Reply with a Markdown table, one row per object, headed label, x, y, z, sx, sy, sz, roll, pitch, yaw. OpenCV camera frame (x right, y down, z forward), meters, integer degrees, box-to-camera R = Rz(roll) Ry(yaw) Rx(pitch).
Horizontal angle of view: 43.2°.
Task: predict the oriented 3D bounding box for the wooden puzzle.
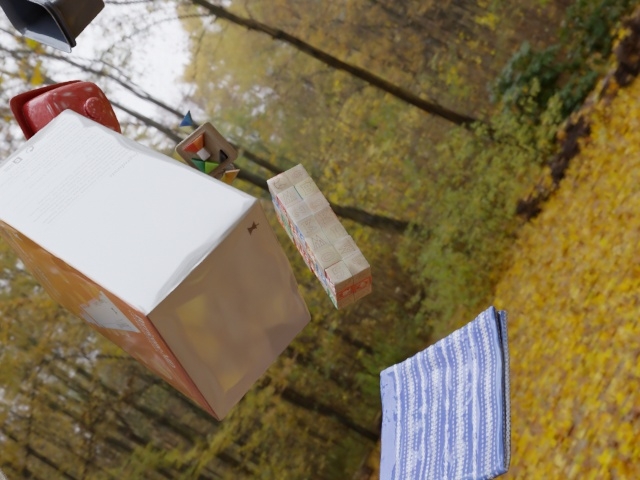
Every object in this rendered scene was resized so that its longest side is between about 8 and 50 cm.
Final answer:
| label | x | y | z | sx | sy | sz | roll | pitch | yaw |
| --- | --- | --- | --- | --- | --- | --- | --- | --- | --- |
| wooden puzzle | -0.162 | -0.124 | 1.149 | 0.078 | 0.116 | 0.014 | -41 | 13 | 32 |

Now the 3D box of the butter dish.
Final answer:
| label | x | y | z | sx | sy | sz | roll | pitch | yaw |
| --- | --- | --- | --- | --- | --- | --- | --- | --- | --- |
| butter dish | -0.387 | -0.194 | 1.303 | 0.118 | 0.160 | 0.160 | -24 | 6 | 43 |

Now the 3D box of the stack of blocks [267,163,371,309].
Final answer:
| label | x | y | z | sx | sy | sz | roll | pitch | yaw |
| --- | --- | --- | --- | --- | --- | --- | --- | --- | --- |
| stack of blocks | 0.000 | 0.000 | 1.762 | 0.087 | 0.297 | 0.171 | -28 | -27 | -9 |

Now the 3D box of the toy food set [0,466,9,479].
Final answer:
| label | x | y | z | sx | sy | sz | roll | pitch | yaw |
| --- | --- | --- | --- | --- | --- | --- | --- | --- | --- |
| toy food set | -0.259 | 0.266 | 0.475 | 0.220 | 0.306 | 0.092 | -39 | -36 | -15 |

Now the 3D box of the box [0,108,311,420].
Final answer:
| label | x | y | z | sx | sy | sz | roll | pitch | yaw |
| --- | --- | --- | --- | --- | --- | --- | --- | --- | --- |
| box | -0.211 | 0.019 | 0.946 | 0.168 | 0.345 | 0.215 | -48 | -38 | -23 |

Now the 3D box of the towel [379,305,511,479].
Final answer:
| label | x | y | z | sx | sy | sz | roll | pitch | yaw |
| --- | --- | --- | --- | --- | --- | --- | --- | --- | --- |
| towel | 0.176 | 0.263 | 1.224 | 0.336 | 0.040 | 0.243 | 134 | 147 | -54 |

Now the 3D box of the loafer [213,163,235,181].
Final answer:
| label | x | y | z | sx | sy | sz | roll | pitch | yaw |
| --- | --- | --- | --- | --- | --- | --- | --- | --- | --- |
| loafer | -0.239 | -0.136 | 1.676 | 0.039 | 0.125 | 0.045 | 80 | 178 | -85 |

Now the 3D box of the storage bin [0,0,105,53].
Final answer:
| label | x | y | z | sx | sy | sz | roll | pitch | yaw |
| --- | --- | --- | --- | --- | --- | --- | --- | --- | --- |
| storage bin | -0.375 | -0.332 | 1.146 | 0.091 | 0.135 | 0.098 | -50 | -33 | -23 |
